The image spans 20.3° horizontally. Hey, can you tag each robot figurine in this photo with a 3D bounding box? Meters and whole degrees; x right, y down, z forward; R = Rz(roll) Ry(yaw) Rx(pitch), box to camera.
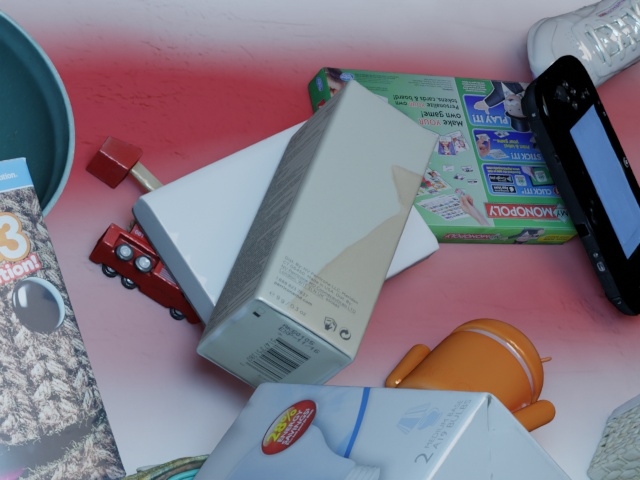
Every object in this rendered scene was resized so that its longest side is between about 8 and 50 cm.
[{"bbox_3d":[0.164,0.171,1.974,0.219,0.158,0.128,-41,103,-39],"label":"robot figurine"}]

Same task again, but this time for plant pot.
[{"bbox_3d":[-0.409,-0.081,1.741,0.293,0.196,0.293,11,64,-23],"label":"plant pot"}]

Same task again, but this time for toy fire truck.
[{"bbox_3d":[-0.180,-0.011,1.931,0.192,0.047,0.135,33,52,-10],"label":"toy fire truck"}]

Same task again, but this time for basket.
[{"bbox_3d":[0.397,0.239,2.046,0.113,0.167,0.103,40,56,-4],"label":"basket"}]

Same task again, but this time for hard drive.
[{"bbox_3d":[-0.032,-0.013,1.961,0.307,0.040,0.203,-28,80,-38],"label":"hard drive"}]

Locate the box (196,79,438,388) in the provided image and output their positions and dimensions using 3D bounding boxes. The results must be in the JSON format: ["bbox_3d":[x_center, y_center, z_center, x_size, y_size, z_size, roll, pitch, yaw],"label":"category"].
[{"bbox_3d":[0.000,0.000,1.856,0.121,0.148,0.311,33,53,-13],"label":"box"}]

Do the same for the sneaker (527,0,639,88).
[{"bbox_3d":[0.378,-0.276,2.322,0.305,0.152,0.114,-33,92,-44],"label":"sneaker"}]

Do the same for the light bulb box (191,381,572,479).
[{"bbox_3d":[0.011,0.326,1.574,0.225,0.361,0.358,48,63,-22],"label":"light bulb box"}]

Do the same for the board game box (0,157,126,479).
[{"bbox_3d":[-0.329,0.105,1.503,0.232,0.141,0.291,-14,79,-31],"label":"board game box"}]

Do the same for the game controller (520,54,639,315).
[{"bbox_3d":[0.342,-0.069,2.187,0.166,0.067,0.319,-38,107,-48],"label":"game controller"}]

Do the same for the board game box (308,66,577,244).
[{"bbox_3d":[0.151,-0.100,2.174,0.317,0.046,0.213,2,64,-30],"label":"board game box"}]

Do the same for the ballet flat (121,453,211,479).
[{"bbox_3d":[-0.184,0.271,1.732,0.348,0.123,0.123,-14,71,-35],"label":"ballet flat"}]
